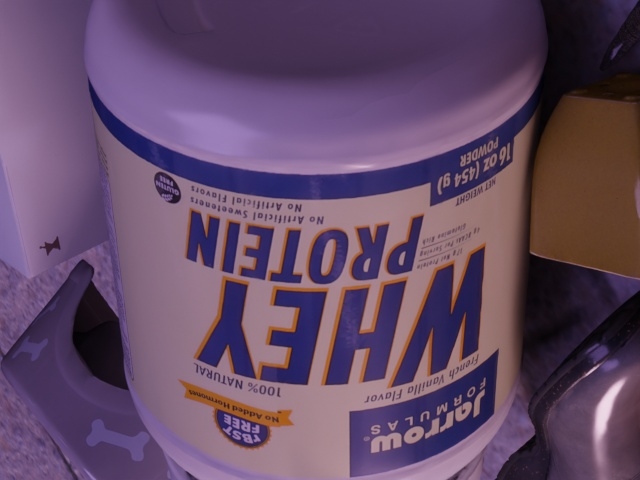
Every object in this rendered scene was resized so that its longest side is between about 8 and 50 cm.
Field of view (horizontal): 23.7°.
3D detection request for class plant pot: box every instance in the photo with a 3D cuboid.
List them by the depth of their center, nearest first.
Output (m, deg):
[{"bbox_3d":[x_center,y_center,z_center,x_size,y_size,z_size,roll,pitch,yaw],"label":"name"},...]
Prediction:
[{"bbox_3d":[0.155,-0.037,0.755,0.081,0.081,0.083,15,118,50],"label":"plant pot"}]

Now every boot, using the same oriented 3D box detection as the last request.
[{"bbox_3d":[0.192,0.138,0.853,0.161,0.083,0.246,41,151,19],"label":"boot"}]

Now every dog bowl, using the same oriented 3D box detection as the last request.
[{"bbox_3d":[-0.108,0.178,1.154,0.349,0.102,0.349,48,169,12],"label":"dog bowl"}]

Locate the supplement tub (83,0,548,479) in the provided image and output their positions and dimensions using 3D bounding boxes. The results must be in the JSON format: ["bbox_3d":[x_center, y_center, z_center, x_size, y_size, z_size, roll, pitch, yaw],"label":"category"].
[{"bbox_3d":[0.000,0.000,0.852,0.235,0.235,0.325,33,139,37],"label":"supplement tub"}]

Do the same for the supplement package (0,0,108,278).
[{"bbox_3d":[-0.210,-0.139,1.073,0.262,0.198,0.199,28,135,42],"label":"supplement package"}]

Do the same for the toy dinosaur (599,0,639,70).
[{"bbox_3d":[0.176,-0.126,0.613,0.160,0.121,0.313,59,146,15],"label":"toy dinosaur"}]
